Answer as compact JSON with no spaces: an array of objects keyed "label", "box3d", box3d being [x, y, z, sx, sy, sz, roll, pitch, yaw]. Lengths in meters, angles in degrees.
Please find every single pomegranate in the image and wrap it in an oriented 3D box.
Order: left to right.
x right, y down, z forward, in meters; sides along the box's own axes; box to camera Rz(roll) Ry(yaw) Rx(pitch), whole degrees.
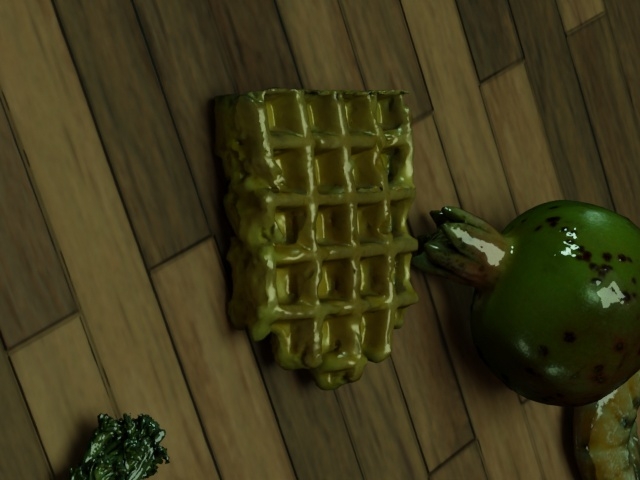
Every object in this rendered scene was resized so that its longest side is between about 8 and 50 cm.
[{"label":"pomegranate","box3d":[0.168,0.039,1.411,0.205,0.159,0.159,27,66,-13]}]

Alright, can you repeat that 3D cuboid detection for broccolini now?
[{"label":"broccolini","box3d":[-0.174,0.200,1.122,0.239,0.051,0.054,-53,129,-25]}]

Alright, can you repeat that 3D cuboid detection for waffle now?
[{"label":"waffle","box3d":[0.000,0.000,1.296,0.160,0.055,0.210,-3,91,-46]}]

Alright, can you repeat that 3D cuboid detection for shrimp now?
[{"label":"shrimp","box3d":[0.301,0.128,1.604,0.262,0.051,0.198,-58,132,-27]}]
